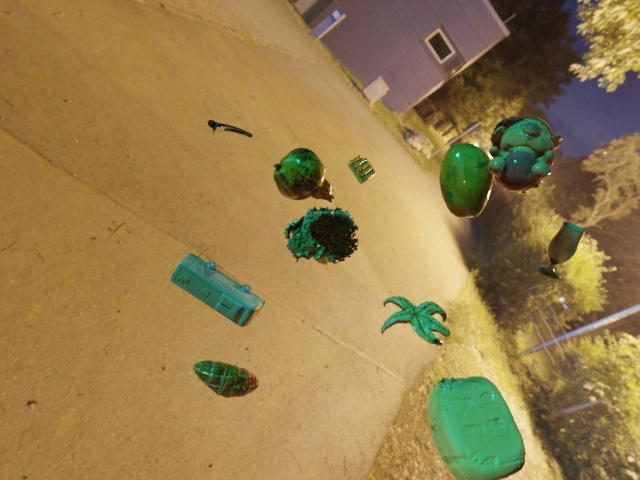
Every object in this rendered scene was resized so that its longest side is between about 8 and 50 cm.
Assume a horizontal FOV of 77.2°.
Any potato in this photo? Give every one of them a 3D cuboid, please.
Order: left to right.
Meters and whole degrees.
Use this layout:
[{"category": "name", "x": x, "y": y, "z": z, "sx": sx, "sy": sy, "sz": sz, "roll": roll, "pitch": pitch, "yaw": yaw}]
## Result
[{"category": "potato", "x": 0.596, "y": -0.246, "z": 1.641, "sx": 0.215, "sy": 0.215, "sz": 0.305, "roll": 3, "pitch": 84, "yaw": -63}]

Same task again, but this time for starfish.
[{"category": "starfish", "x": 0.303, "y": 0.254, "z": 1.305, "sx": 0.215, "sy": 0.071, "sz": 0.238, "roll": -23, "pitch": 43, "yaw": -32}]

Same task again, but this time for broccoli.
[{"category": "broccoli", "x": 0.003, "y": -0.017, "z": 1.872, "sx": 0.323, "sy": 0.272, "sz": 0.334, "roll": 24, "pitch": 44, "yaw": -17}]

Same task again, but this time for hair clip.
[{"category": "hair clip", "x": -0.408, "y": -0.510, "z": 1.849, "sx": 0.229, "sy": 0.039, "sz": 0.070, "roll": -6, "pitch": 56, "yaw": -48}]

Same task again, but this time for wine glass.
[{"category": "wine glass", "x": 0.889, "y": 0.035, "z": 1.482, "sx": 0.092, "sy": 0.202, "sz": 0.093, "roll": 10, "pitch": 27, "yaw": -5}]

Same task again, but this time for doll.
[{"category": "doll", "x": 0.615, "y": -0.274, "z": 1.218, "sx": 0.196, "sy": 0.152, "sz": 0.256, "roll": 30, "pitch": 64, "yaw": -3}]

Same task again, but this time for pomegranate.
[{"category": "pomegranate", "x": -0.065, "y": -0.236, "z": 1.636, "sx": 0.277, "sy": 0.204, "sz": 0.222, "roll": 58, "pitch": -15, "yaw": -28}]

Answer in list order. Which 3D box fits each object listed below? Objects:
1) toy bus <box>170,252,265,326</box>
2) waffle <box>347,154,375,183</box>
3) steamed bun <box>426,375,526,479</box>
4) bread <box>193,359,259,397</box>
[{"category": "toy bus", "x": -0.287, "y": 0.141, "z": 1.129, "sx": 0.261, "sy": 0.091, "sz": 0.109, "roll": 33, "pitch": 17, "yaw": -2}, {"category": "waffle", "x": 0.144, "y": -0.251, "z": 1.391, "sx": 0.092, "sy": 0.021, "sz": 0.135, "roll": 55, "pitch": 34, "yaw": -6}, {"category": "steamed bun", "x": 0.407, "y": 0.517, "z": 1.112, "sx": 0.231, "sy": 0.166, "sz": 0.273, "roll": -9, "pitch": 62, "yaw": -19}, {"category": "bread", "x": -0.303, "y": 0.454, "z": 1.298, "sx": 0.232, "sy": 0.105, "sz": 0.076, "roll": 26, "pitch": 2, "yaw": -20}]
